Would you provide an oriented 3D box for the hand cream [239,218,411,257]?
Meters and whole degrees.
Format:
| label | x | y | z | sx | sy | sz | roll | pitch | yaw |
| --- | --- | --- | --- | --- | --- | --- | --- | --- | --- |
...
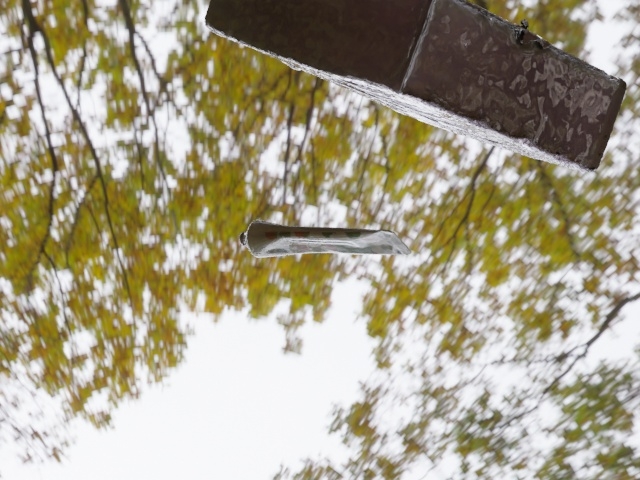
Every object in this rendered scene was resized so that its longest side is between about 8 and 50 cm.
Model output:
| label | x | y | z | sx | sy | sz | roll | pitch | yaw |
| --- | --- | --- | --- | --- | --- | --- | --- | --- | --- |
| hand cream | 0.000 | 0.000 | 1.368 | 0.165 | 0.057 | 0.037 | 2 | -111 | 26 |

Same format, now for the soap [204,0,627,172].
| label | x | y | z | sx | sy | sz | roll | pitch | yaw |
| --- | --- | --- | --- | --- | --- | --- | --- | --- | --- |
| soap | 0.087 | -0.174 | 1.378 | 0.296 | 0.285 | 0.107 | 18 | -85 | -43 |
